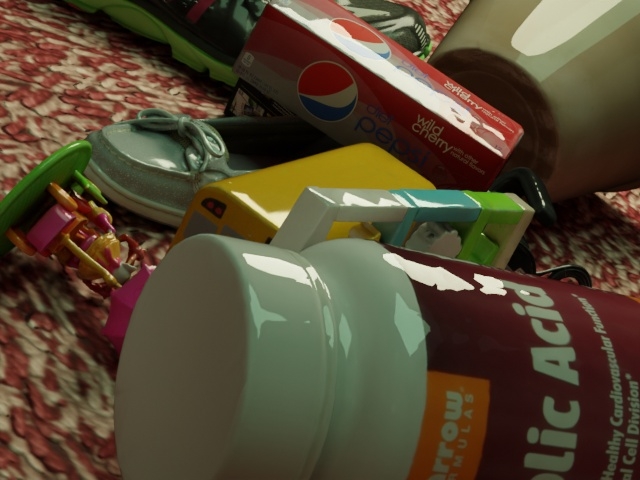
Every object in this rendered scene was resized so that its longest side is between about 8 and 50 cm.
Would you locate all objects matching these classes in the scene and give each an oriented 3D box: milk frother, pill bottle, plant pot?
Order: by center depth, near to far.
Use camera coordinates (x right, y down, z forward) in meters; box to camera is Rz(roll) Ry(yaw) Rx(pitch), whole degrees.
[{"bbox_3d":[0.073,0.120,1.231,0.392,0.224,0.224,11,27,-31],"label":"pill bottle"},{"bbox_3d":[0.186,0.016,1.750,0.135,0.129,0.143,-105,170,-60],"label":"milk frother"},{"bbox_3d":[0.251,-0.172,1.973,0.323,0.323,0.280,36,41,20],"label":"plant pot"}]

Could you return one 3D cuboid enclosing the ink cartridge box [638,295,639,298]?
[{"bbox_3d":[0.428,0.130,1.696,0.309,0.130,0.272,6,31,-38],"label":"ink cartridge box"}]

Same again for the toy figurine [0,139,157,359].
[{"bbox_3d":[-0.165,0.025,1.370,0.159,0.130,0.173,43,1,5],"label":"toy figurine"}]

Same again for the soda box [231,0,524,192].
[{"bbox_3d":[0.055,-0.131,1.661,0.263,0.083,0.092,33,30,4],"label":"soda box"}]

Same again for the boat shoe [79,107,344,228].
[{"bbox_3d":[-0.085,-0.077,1.627,0.320,0.103,0.118,4,32,-42],"label":"boat shoe"}]

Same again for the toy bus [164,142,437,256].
[{"bbox_3d":[0.000,0.000,1.521,0.108,0.130,0.333,35,25,19],"label":"toy bus"}]

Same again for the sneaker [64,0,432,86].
[{"bbox_3d":[-0.102,-0.299,1.919,0.483,0.202,0.185,22,29,0],"label":"sneaker"}]

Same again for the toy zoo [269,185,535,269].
[{"bbox_3d":[0.028,0.047,1.377,0.293,0.192,0.030,-1,35,-46],"label":"toy zoo"}]

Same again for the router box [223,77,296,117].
[{"bbox_3d":[-0.007,-0.138,1.798,0.046,0.133,0.179,-4,38,-49],"label":"router box"}]
